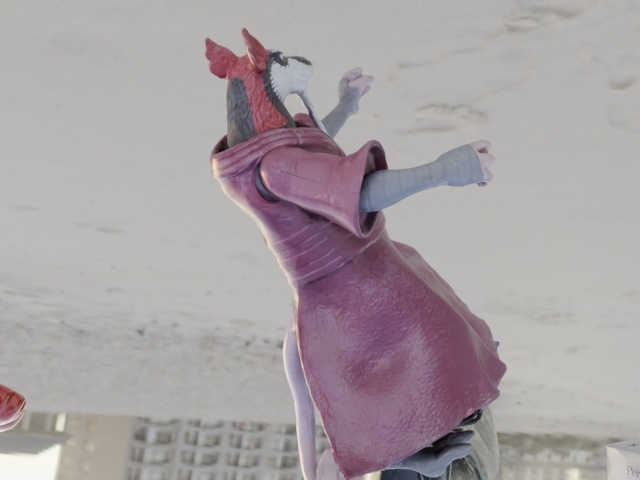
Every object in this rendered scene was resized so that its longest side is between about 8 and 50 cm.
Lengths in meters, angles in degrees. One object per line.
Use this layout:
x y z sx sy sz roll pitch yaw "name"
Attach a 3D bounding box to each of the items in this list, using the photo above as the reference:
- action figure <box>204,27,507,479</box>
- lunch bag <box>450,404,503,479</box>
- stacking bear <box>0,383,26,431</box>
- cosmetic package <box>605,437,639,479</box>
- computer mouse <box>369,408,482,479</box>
0.000 0.000 0.762 0.370 0.276 0.248 55 177 -14 "action figure"
0.174 0.341 1.297 0.169 0.286 0.235 3 -164 15 "lunch bag"
-0.373 0.232 0.729 0.164 0.288 0.175 25 159 -11 "stacking bear"
0.461 0.371 0.921 0.098 0.284 0.377 -5 -176 -32 "cosmetic package"
0.067 0.266 0.955 0.184 0.060 0.262 -10 138 -32 "computer mouse"
